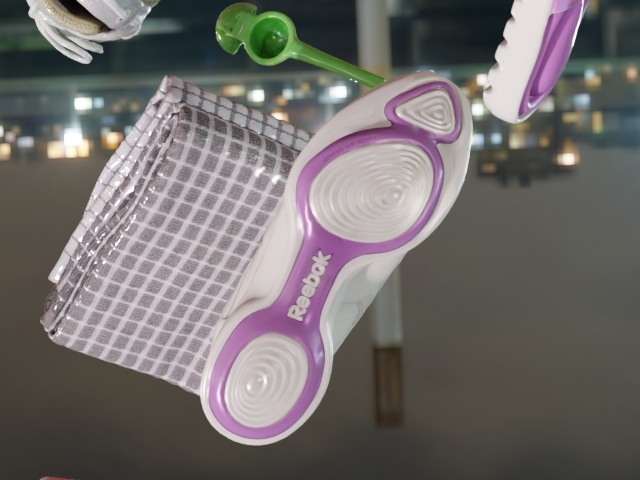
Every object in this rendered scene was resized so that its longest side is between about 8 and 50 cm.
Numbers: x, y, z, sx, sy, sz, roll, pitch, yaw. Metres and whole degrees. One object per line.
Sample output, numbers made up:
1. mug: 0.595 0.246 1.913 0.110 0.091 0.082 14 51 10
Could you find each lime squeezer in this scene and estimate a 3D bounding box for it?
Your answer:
1. lime squeezer: -0.048 -0.199 1.994 0.110 0.059 0.310 44 170 -28

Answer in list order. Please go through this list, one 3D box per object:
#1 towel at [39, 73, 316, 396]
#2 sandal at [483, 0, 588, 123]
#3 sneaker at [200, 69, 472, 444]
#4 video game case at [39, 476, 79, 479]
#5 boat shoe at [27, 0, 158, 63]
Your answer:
1. towel: -0.105 0.015 1.782 0.235 0.283 0.121 19 -156 -30
2. sandal: 0.256 -0.257 1.701 0.102 0.416 0.169 31 -127 12
3. sneaker: 0.000 0.000 1.426 0.114 0.305 0.152 33 -172 -10
4. video game case: -0.227 0.293 1.768 0.285 0.025 0.204 0 -151 41
5. boat shoe: -0.162 -0.184 1.316 0.103 0.118 0.320 -48 -163 -13
